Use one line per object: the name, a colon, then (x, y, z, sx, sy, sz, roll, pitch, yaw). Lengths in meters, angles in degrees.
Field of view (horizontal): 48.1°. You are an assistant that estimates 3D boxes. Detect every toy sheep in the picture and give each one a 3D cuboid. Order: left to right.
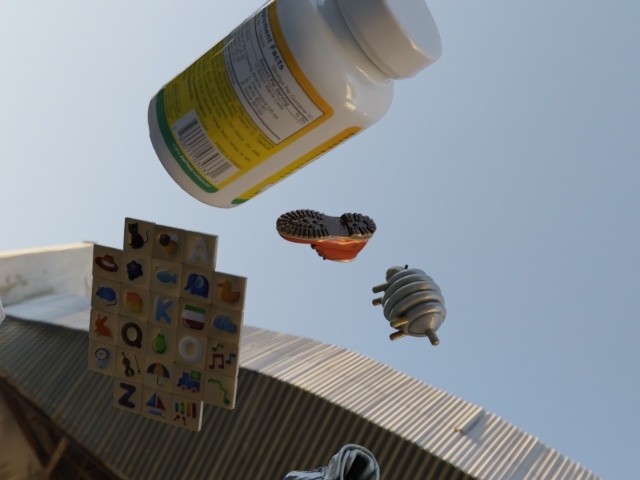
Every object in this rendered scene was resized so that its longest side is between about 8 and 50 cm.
toy sheep: (0.121, 0.086, 0.946, 0.091, 0.091, 0.132, -47, -130, 30)

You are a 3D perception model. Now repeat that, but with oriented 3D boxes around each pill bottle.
pill bottle: (-0.020, -0.117, 0.534, 0.208, 0.117, 0.117, -29, -97, 30)

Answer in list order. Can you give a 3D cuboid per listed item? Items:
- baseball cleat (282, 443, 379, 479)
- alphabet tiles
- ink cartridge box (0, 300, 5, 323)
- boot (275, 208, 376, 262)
baseball cleat: (0.014, 0.249, 0.713, 0.072, 0.206, 0.109, 30, -95, -11)
alphabet tiles: (-0.262, 0.141, 1.198, 0.285, 0.011, 0.342, 11, -77, 17)
ink cartridge box: (-0.599, 0.157, 1.025, 0.091, 0.308, 0.385, 30, -28, -3)
boot: (0.000, 0.000, 1.094, 0.084, 0.158, 0.059, 118, -31, -43)
